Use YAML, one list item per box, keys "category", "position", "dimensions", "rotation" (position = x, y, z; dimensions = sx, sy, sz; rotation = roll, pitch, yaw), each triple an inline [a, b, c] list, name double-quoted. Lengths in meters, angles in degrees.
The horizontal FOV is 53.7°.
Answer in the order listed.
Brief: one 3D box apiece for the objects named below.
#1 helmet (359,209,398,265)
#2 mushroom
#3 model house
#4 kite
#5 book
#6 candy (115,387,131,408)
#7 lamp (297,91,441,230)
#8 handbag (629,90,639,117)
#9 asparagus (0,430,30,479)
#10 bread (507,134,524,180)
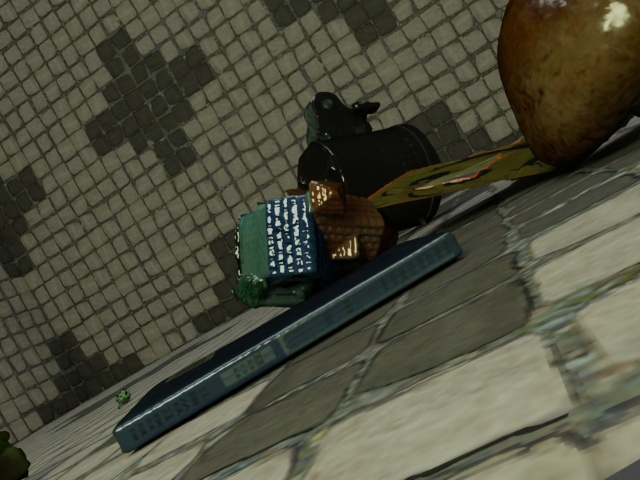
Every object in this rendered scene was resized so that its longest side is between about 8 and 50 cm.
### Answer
- category: "helmet"
  position: [0.069, 0.006, 0.826]
  dimensions: [0.111, 0.057, 0.089]
  rotation: [-49, -22, -44]
- category: "mushroom"
  position: [0.288, -0.206, 0.569]
  dimensions: [0.283, 0.195, 0.263]
  rotation: [-30, -2, 40]
- category: "model house"
  position: [0.000, 0.000, 0.636]
  dimensions: [0.148, 0.120, 0.148]
  rotation: [3, -16, -23]
- category: "kite"
  position: [0.175, -0.086, 0.810]
  dimensions: [0.327, 0.013, 0.377]
  rotation: [-22, 12, -17]
- category: "book"
  position: [-0.026, 0.073, 0.519]
  dimensions: [0.269, 0.025, 0.191]
  rotation: [-30, 0, -6]
- category: "candy"
  position: [-0.311, 0.251, 0.984]
  dimensions: [0.025, 0.023, 0.083]
  rotation: [-22, 8, -9]
- category: "lamp"
  position: [0.100, -0.096, 1.197]
  dimensions: [0.272, 0.374, 0.205]
  rotation: [4, -21, -18]
- category: "handbag"
  position: [0.302, -0.166, 0.281]
  dimensions: [0.332, 0.075, 0.191]
  rotation: [-39, -2, -7]
- category: "asparagus"
  position: [-0.302, 0.204, 0.509]
  dimensions: [0.080, 0.080, 0.287]
  rotation: [-30, 0, 1]
- category: "bread"
  position: [0.316, -0.135, 0.924]
  dimensions: [0.082, 0.056, 0.115]
  rotation: [-30, -1, -45]
